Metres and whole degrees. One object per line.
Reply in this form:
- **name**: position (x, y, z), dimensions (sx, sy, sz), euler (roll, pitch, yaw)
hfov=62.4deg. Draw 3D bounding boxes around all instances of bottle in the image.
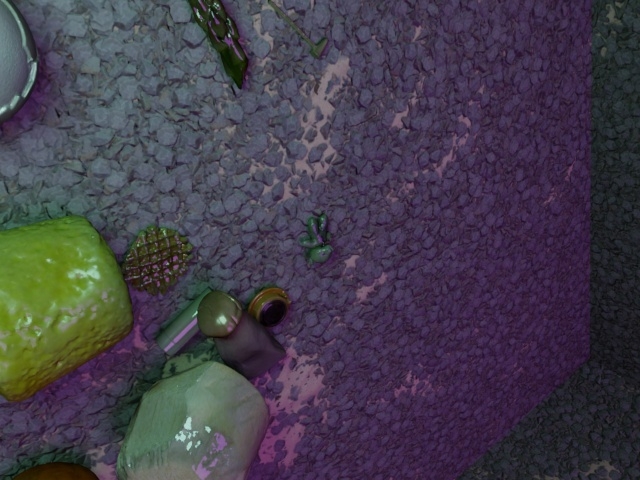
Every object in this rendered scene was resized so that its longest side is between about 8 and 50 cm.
- **bottle**: position (-0.356, 0.221, 1.451), dimensions (0.201, 0.072, 0.072), euler (-45, 129, -9)

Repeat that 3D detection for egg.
- **egg**: position (-0.613, -0.310, 0.859), dimensions (0.278, 0.336, 0.278), euler (-14, 114, -34)

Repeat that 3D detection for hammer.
- **hammer**: position (-0.055, -0.543, 1.328), dimensions (0.195, 0.028, 0.060), euler (34, 85, -39)

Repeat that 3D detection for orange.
- **orange**: position (-0.697, 0.713, 1.356), dimensions (0.283, 0.226, 0.284), euler (-12, 120, -22)

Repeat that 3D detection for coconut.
- **coconut**: position (-0.342, 0.519, 1.440), dimensions (0.415, 0.415, 0.345), euler (-27, 113, -22)

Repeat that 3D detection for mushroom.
- **mushroom**: position (-0.227, 0.280, 1.483), dimensions (0.154, 0.137, 0.407), euler (-27, 144, 0)

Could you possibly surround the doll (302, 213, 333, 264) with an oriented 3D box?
- **doll**: position (0.000, 0.000, 1.597), dimensions (0.115, 0.077, 0.150), euler (-21, 111, -38)

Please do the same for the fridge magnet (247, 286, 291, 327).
- **fridge magnet**: position (-0.153, 0.207, 1.590), dimensions (0.143, 0.063, 0.143), euler (-17, 122, -29)

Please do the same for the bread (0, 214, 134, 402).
- **bread**: position (-0.576, 0.118, 1.089), dimensions (0.307, 0.348, 0.348), euler (-28, 125, -28)

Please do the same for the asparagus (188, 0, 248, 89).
- **asparagus**: position (-0.229, -0.481, 1.205), dimensions (0.080, 0.080, 0.287), euler (-42, 128, -11)

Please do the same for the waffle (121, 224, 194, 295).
- **waffle**: position (-0.415, 0.054, 1.355), dimensions (0.169, 0.036, 0.183), euler (30, 93, -41)
